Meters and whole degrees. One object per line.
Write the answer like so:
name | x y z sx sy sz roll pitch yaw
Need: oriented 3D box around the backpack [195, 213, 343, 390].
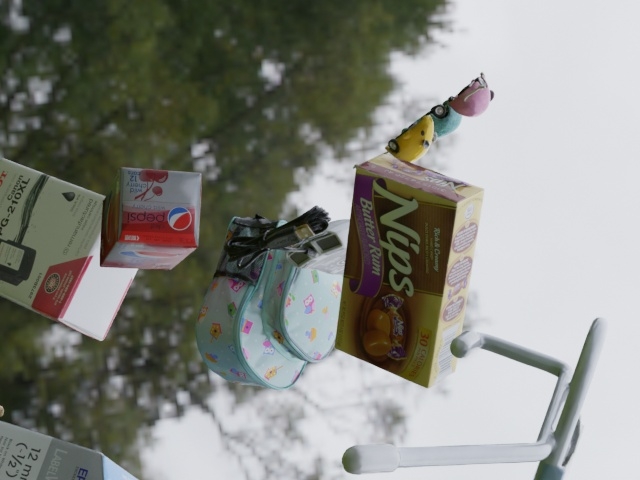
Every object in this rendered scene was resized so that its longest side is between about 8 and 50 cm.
backpack | -0.058 0.085 1.921 0.144 0.188 0.166 14 -22 38

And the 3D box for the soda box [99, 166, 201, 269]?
soda box | -0.195 -0.020 1.793 0.263 0.092 0.083 148 -56 -77

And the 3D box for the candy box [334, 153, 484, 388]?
candy box | 0.079 0.027 1.443 0.109 0.053 0.186 22 -60 30

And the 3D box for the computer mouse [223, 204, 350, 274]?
computer mouse | 0.000 0.000 1.544 0.193 0.106 0.042 10 58 -58

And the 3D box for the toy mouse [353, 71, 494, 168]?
toy mouse | 0.125 -0.120 1.524 0.031 0.143 0.161 54 -43 -3

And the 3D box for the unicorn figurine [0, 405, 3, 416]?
unicorn figurine | -0.338 0.157 1.491 0.111 0.060 0.162 21 -95 45

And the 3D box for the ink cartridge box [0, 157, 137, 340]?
ink cartridge box | -0.358 0.009 2.116 0.237 0.100 0.172 20 -99 37

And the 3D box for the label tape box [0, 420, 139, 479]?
label tape box | -0.297 0.319 1.959 0.249 0.348 0.115 61 44 -66

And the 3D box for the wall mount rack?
wall mount rack | 0.085 0.209 1.107 0.304 0.130 0.350 -38 145 -69
